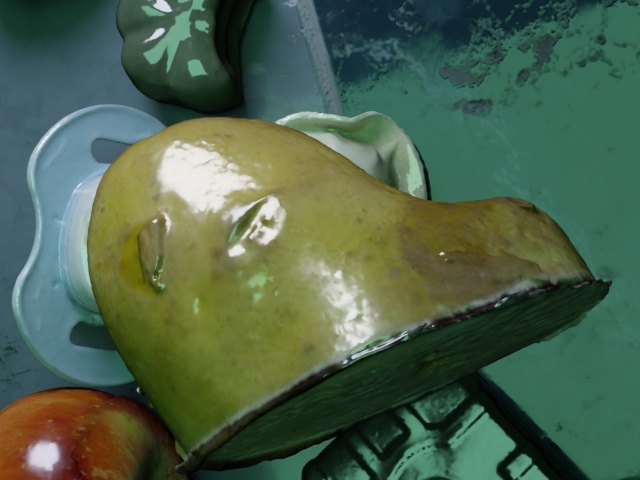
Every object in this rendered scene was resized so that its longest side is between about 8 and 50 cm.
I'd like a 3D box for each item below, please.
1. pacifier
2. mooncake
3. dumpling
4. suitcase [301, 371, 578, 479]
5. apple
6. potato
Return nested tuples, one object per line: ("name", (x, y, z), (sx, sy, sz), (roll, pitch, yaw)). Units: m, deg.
("pacifier", (-0.223, 0.007, 1.067), (0.207, 0.227, 0.279), (0, 82, 44))
("mooncake", (-0.128, -0.218, 1.080), (0.168, 0.104, 0.175), (-23, 85, 4))
("dumpling", (0.034, -0.068, 1.037), (0.134, 0.100, 0.169), (-42, 81, -3))
("suitcase", (0.138, 0.263, 0.987), (0.206, 0.066, 0.285), (-45, 69, 5))
("apple", (-0.236, 0.280, 0.994), (0.206, 0.251, 0.272), (-18, 107, 13))
("potato", (0.000, 0.000, 0.888), (0.397, 0.290, 0.296), (-27, 73, 3))
